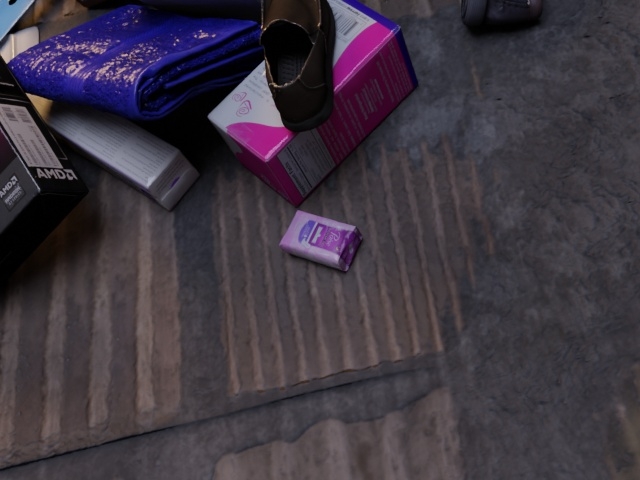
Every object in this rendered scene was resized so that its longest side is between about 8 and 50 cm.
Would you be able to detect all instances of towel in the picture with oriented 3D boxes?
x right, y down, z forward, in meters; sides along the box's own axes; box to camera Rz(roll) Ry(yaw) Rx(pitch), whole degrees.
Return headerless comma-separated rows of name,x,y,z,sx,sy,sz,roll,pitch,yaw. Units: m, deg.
towel,-0.225,-0.229,1.146,0.308,0.076,0.228,16,35,42

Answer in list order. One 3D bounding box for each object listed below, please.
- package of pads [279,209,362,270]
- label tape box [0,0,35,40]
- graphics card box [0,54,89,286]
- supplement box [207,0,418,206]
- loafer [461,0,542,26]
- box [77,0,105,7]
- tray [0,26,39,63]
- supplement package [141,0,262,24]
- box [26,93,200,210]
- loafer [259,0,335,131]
package of pads,0.000,0.000,1.052,0.083,0.032,0.050,17,72,27
label tape box,-0.560,-0.450,1.444,0.334,0.106,0.240,22,71,34
graphics card box,-0.470,-0.129,1.154,0.233,0.094,0.371,-41,75,21
supplement box,-0.006,-0.167,1.099,0.220,0.114,0.111,-45,58,-9
loafer,0.231,-0.396,1.158,0.095,0.109,0.302,7,70,2
box,-0.329,-0.467,1.303,0.168,0.203,0.167,-5,58,44
tray,-0.541,-0.227,1.377,0.270,0.030,0.145,-19,59,10
supplement package,-0.135,-0.428,1.170,0.198,0.199,0.262,10,92,18
box,-0.296,-0.141,1.219,0.324,0.063,0.067,29,76,31
loafer,-0.027,-0.226,1.025,0.080,0.078,0.220,-17,58,12
